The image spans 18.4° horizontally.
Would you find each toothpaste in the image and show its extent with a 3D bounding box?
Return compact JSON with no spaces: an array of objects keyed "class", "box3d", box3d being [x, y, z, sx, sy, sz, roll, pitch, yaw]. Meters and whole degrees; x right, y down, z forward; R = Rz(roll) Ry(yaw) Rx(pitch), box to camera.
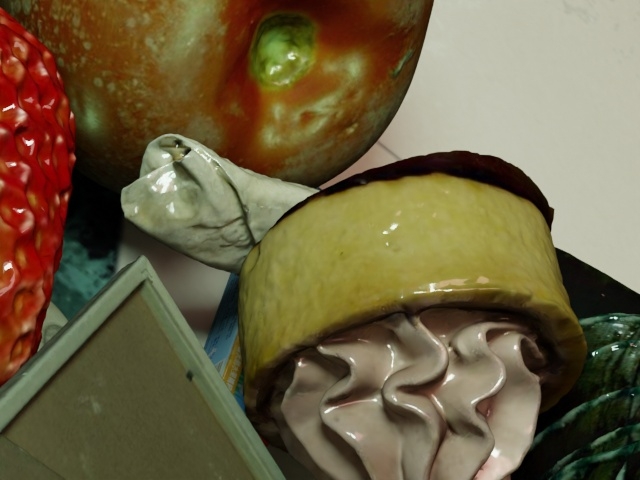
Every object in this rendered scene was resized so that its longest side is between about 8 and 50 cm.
[{"class":"toothpaste","box3d":[-0.024,0.049,1.221,0.070,0.044,0.193,35,45,-18]}]

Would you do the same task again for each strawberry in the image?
[{"class":"strawberry","box3d":[-0.214,-0.015,1.029,0.205,0.205,0.244,-1,52,-33]}]

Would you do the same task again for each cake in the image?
[{"class":"cake","box3d":[0.061,0.072,1.091,0.208,0.185,0.178,-20,57,-3]}]

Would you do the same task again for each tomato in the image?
[{"class":"tomato","box3d":[-0.069,-0.157,1.193,0.270,0.270,0.222,-6,37,-35]}]

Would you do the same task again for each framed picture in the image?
[{"class":"framed picture","box3d":[-0.056,0.189,0.996,0.324,0.020,0.240,58,29,-12]}]

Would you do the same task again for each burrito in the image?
[{"class":"burrito","box3d":[0.000,0.000,1.167,0.275,0.082,0.059,22,28,-44]}]

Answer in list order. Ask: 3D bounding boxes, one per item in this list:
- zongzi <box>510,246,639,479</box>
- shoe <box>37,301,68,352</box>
[{"class":"zongzi","box3d":[0.185,0.138,1.183,0.362,0.319,0.383,50,27,19]},{"class":"shoe","box3d":[-0.144,0.134,1.047,0.103,0.098,0.275,2,56,-35]}]
